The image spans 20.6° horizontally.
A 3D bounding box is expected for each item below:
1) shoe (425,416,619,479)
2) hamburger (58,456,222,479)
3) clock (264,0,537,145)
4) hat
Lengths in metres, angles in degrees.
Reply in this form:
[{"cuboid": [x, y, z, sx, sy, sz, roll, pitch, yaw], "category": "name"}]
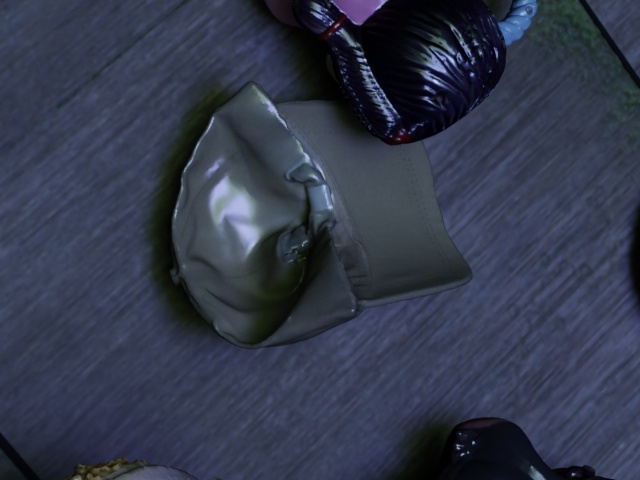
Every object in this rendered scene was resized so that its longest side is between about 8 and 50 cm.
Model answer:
[{"cuboid": [0.158, 0.218, 1.166, 0.291, 0.114, 0.137, 44, 50, -27], "category": "shoe"}, {"cuboid": [-0.131, 0.261, 0.945, 0.302, 0.170, 0.302, -31, 141, -30], "category": "hamburger"}, {"cuboid": [0.056, -0.176, 1.131, 0.194, 0.100, 0.195, -39, 100, -31], "category": "clock"}, {"cuboid": [0.000, 0.000, 1.129, 0.173, 0.144, 0.166, 25, 40, -60], "category": "hat"}]
